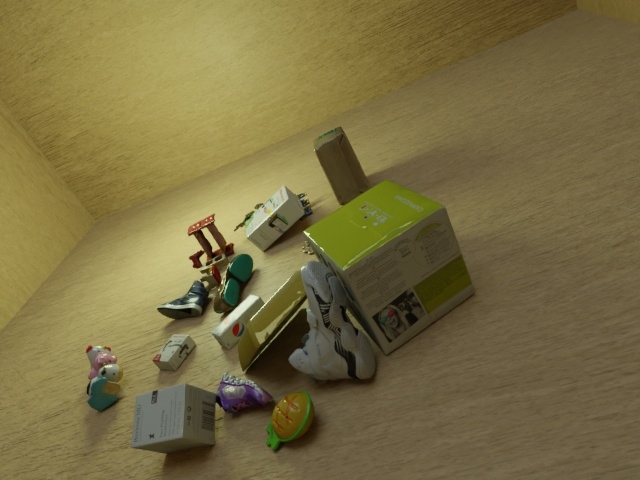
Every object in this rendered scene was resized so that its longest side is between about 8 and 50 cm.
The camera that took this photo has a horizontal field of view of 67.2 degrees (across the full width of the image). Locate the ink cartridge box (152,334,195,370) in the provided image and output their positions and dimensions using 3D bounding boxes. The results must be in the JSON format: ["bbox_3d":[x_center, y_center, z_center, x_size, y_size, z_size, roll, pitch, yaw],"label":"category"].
[{"bbox_3d":[-0.558,0.426,1.842,0.099,0.056,0.135,-8,34,35],"label":"ink cartridge box"}]

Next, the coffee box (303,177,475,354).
[{"bbox_3d":[0.203,0.061,1.478,0.338,0.334,0.337,-32,28,-8],"label":"coffee box"}]

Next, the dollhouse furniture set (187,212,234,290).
[{"bbox_3d":[-0.522,0.046,2.302,0.152,0.201,0.374,-28,27,1],"label":"dollhouse furniture set"}]

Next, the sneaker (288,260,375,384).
[{"bbox_3d":[-0.010,0.247,1.351,0.210,0.366,0.137,-24,10,24],"label":"sneaker"}]

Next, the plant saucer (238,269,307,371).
[{"bbox_3d":[-0.147,0.242,1.554,0.333,0.081,0.333,-48,-6,-31],"label":"plant saucer"}]

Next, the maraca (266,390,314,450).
[{"bbox_3d":[-0.086,0.480,1.289,0.186,0.099,0.127,-45,25,22],"label":"maraca"}]

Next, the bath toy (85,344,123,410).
[{"bbox_3d":[-0.860,0.509,1.896,0.151,0.129,0.348,-35,28,-14],"label":"bath toy"}]

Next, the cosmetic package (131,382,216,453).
[{"bbox_3d":[-0.424,0.522,1.405,0.183,0.151,0.151,-19,56,18],"label":"cosmetic package"}]

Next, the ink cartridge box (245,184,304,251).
[{"bbox_3d":[-0.223,-0.110,2.315,0.278,0.117,0.201,-42,26,10],"label":"ink cartridge box"}]

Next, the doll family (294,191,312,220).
[{"bbox_3d":[-0.108,-0.170,2.439,0.111,0.076,0.193,-21,31,3],"label":"doll family"}]

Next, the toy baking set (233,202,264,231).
[{"bbox_3d":[-0.367,-0.127,2.501,0.197,0.030,0.256,-40,0,16],"label":"toy baking set"}]

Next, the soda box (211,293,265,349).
[{"bbox_3d":[-0.300,0.301,1.804,0.069,0.074,0.216,7,43,48],"label":"soda box"}]

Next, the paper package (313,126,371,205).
[{"bbox_3d":[0.097,-0.363,2.298,0.168,0.309,0.325,-24,17,8],"label":"paper package"}]

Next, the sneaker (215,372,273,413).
[{"bbox_3d":[-0.240,0.475,1.447,0.236,0.095,0.104,-4,42,46],"label":"sneaker"}]

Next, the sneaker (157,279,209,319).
[{"bbox_3d":[-0.593,0.257,2.113,0.226,0.086,0.163,-5,45,20],"label":"sneaker"}]

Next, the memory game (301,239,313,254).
[{"bbox_3d":[0.000,0.000,2.114,0.186,0.012,0.186,-21,28,12],"label":"memory game"}]

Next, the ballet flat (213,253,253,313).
[{"bbox_3d":[-0.384,0.188,2.064,0.124,0.116,0.342,-36,25,28],"label":"ballet flat"}]
